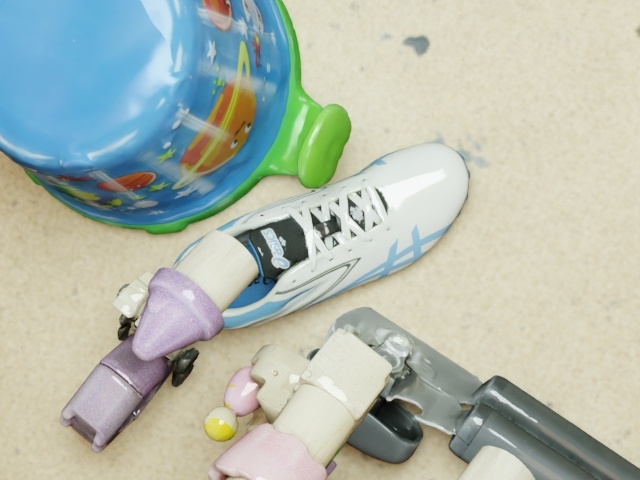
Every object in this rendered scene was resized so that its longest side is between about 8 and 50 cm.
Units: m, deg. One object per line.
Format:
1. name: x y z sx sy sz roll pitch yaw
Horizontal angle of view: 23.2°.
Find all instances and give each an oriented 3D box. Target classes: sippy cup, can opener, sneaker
1. sippy cup: -0.145 -0.125 1.079 0.305 0.224 0.240 -13 87 9
2. can opener: 0.116 0.150 1.123 0.283 0.076 0.095 34 126 8
3. sneaker: 0.000 0.000 1.124 0.237 0.086 0.085 -26 84 6

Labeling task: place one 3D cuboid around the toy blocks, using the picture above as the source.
1. toy blocks: -0.079 0.193 0.999 0.309 0.288 0.260 39 66 7
